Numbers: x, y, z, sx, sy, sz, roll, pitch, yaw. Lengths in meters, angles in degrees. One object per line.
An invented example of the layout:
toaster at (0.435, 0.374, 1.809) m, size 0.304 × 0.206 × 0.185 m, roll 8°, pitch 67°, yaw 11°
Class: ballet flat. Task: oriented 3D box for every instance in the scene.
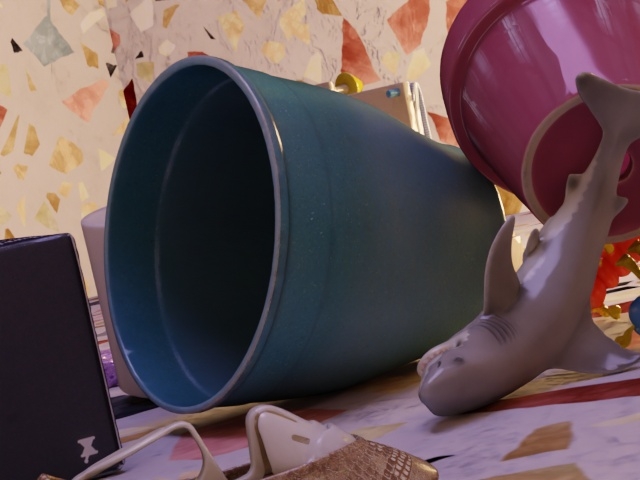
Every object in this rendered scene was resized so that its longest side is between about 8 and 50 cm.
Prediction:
ballet flat at (-0.043, 0.117, 0.719) m, size 0.206 × 0.067 × 0.073 m, roll -13°, pitch 1°, yaw -16°

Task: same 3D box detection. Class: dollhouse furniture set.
dollhouse furniture set at (0.154, -0.097, 1.944) m, size 0.198 × 0.303 × 0.286 m, roll -15°, pitch 4°, yaw -42°

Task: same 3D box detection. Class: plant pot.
plant pot at (0.199, -0.096, 1.114) m, size 0.201 × 0.201 × 0.180 m, roll -12°, pitch 29°, yaw 4°
plant pot at (0.000, 0.000, 1.190) m, size 0.255 × 0.272 × 0.271 m, roll 3°, pitch -7°, yaw -34°

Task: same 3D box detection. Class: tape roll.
tape roll at (-0.092, 0.035, 1.419) m, size 0.246 × 0.169 × 0.246 m, roll -12°, pitch 9°, yaw 2°

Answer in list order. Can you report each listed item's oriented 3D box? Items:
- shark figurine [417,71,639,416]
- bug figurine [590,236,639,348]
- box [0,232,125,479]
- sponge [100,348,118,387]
shark figurine at (0.177, 0.028, 1.000) m, size 0.116 × 0.278 × 0.166 m, roll 29°, pitch -13°, yaw 23°
bug figurine at (0.280, -0.009, 1.155) m, size 0.216 × 0.072 × 0.279 m, roll -48°, pitch 6°, yaw 1°
box at (-0.333, 0.109, 1.089) m, size 0.296 × 0.183 × 0.294 m, roll -13°, pitch 4°, yaw -23°
sponge at (-0.167, 0.125, 1.612) m, size 0.210 × 0.031 × 0.117 m, roll -12°, pitch 3°, yaw 3°
